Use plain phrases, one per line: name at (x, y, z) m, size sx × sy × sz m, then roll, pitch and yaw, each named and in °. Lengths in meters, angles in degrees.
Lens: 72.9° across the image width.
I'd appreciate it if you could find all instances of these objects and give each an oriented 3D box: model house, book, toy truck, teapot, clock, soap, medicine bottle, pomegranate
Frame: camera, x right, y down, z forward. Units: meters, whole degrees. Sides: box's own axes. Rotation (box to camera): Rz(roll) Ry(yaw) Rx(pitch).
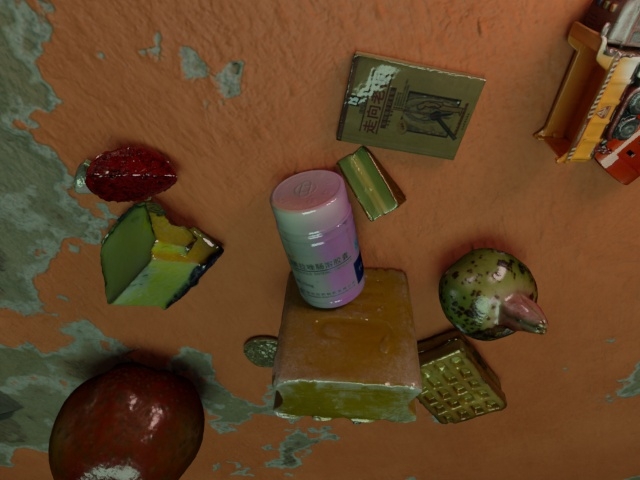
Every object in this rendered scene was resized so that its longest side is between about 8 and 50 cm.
model house at (-0.334, 0.036, 0.956) m, size 0.194 × 0.170 × 0.211 m, roll -44°, pitch 145°, yaw 23°
book at (0.155, -0.235, 0.772) m, size 0.231 × 0.026 × 0.161 m, roll 9°, pitch 129°, yaw -5°
toy truck at (0.456, -0.263, 0.693) m, size 0.136 × 0.114 × 0.270 m, roll 0°, pitch 131°, yaw -5°
teapot at (-0.443, -0.123, 0.851) m, size 0.064 × 0.064 × 0.083 m, roll 15°, pitch 141°, yaw -21°
clock at (0.594, -0.179, 0.789) m, size 0.113 × 0.061 × 0.155 m, roll 27°, pitch 127°, yaw -20°
soap at (0.057, 0.215, 0.952) m, size 0.294 × 0.335 × 0.156 m, roll 4°, pitch 128°, yaw 3°
medicine bottle at (0.000, 0.000, 0.885) m, size 0.152 × 0.152 × 0.253 m, roll -9°, pitch 129°, yaw 9°
pomegranate at (0.383, 0.128, 0.926) m, size 0.215 × 0.248 × 0.214 m, roll -8°, pitch 109°, yaw -22°

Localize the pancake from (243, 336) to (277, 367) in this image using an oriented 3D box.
pancake at (-0.152, 0.319, 1.229) m, size 0.140 × 0.022 × 0.139 m, roll 1°, pitch 128°, yaw 1°

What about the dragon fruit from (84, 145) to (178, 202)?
dragon fruit at (-0.371, -0.126, 0.835) m, size 0.162 × 0.083 × 0.106 m, roll -10°, pitch 159°, yaw -33°

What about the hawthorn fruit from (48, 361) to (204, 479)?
hawthorn fruit at (-0.525, 0.557, 1.202) m, size 0.403 × 0.402 × 0.402 m, roll 1°, pitch 129°, yaw 1°

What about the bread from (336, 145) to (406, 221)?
bread at (0.104, -0.118, 0.877) m, size 0.074 × 0.084 × 0.139 m, roll -32°, pitch 91°, yaw 24°

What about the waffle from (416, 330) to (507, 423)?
waffle at (0.370, 0.396, 1.238) m, size 0.224 × 0.098 × 0.327 m, roll -30°, pitch 121°, yaw 21°
